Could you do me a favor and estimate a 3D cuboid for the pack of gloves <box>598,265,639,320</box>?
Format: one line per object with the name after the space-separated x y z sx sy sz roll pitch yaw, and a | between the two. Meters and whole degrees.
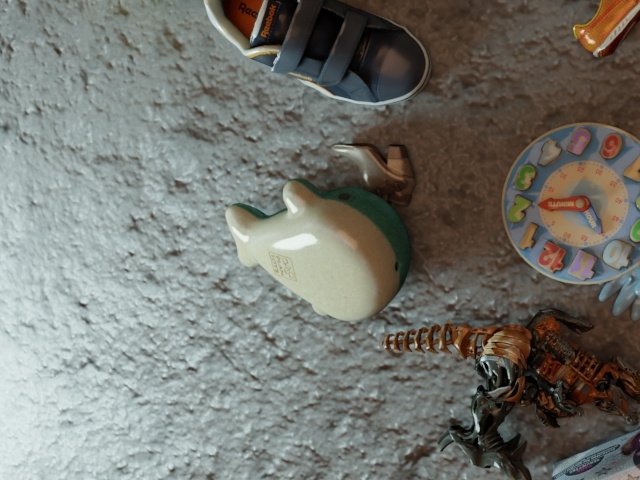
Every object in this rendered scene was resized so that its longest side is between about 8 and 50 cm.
0.475 0.040 1.085 0.195 0.046 0.232 39 105 11 | pack of gloves

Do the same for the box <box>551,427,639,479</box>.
0.427 0.318 1.074 0.247 0.142 0.163 -28 87 17 | box

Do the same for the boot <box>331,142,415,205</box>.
0.071 -0.088 1.198 0.118 0.042 0.087 6 105 23 | boot

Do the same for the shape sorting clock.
0.333 -0.047 1.112 0.206 0.040 0.206 1 93 23 | shape sorting clock

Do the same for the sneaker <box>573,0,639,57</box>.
0.382 -0.307 1.072 0.175 0.064 0.067 -46 72 13 | sneaker

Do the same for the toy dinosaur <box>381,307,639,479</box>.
0.247 0.185 1.140 0.321 0.164 0.219 14 84 33 | toy dinosaur

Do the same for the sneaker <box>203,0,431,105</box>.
-0.013 -0.267 1.163 0.321 0.127 0.126 22 99 12 | sneaker

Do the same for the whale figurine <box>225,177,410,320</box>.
0.000 0.000 1.191 0.272 0.141 0.216 11 130 37 | whale figurine
